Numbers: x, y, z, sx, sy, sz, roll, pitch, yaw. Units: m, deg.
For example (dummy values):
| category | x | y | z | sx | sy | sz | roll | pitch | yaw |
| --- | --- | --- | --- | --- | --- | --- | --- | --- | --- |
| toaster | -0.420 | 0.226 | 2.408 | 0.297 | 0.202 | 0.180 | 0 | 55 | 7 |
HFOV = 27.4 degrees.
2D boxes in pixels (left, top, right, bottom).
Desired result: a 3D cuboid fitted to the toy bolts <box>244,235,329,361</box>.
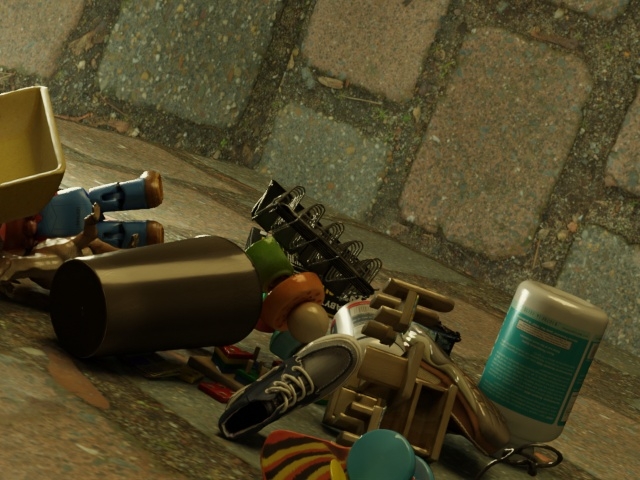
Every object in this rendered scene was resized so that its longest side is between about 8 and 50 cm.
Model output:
| category | x | y | z | sx | sy | sz | roll | pitch | yaw |
| --- | --- | --- | --- | --- | --- | --- | --- | --- | --- |
| toy bolts | -0.074 | 0.139 | 1.943 | 0.158 | 0.218 | 0.228 | 54 | 1 | 26 |

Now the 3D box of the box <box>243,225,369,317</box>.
| category | x | y | z | sx | sy | sz | roll | pitch | yaw |
| --- | --- | --- | --- | --- | --- | --- | --- | --- | --- |
| box | -0.036 | 0.068 | 2.702 | 0.257 | 0.079 | 0.322 | 19 | 8 | -5 |

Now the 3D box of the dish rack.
| category | x | y | z | sx | sy | sz | roll | pitch | yaw |
| --- | --- | --- | --- | --- | --- | --- | --- | --- | --- |
| dish rack | 0.000 | 0.000 | 1.873 | 0.208 | 0.074 | 0.271 | 42 | -9 | -6 |

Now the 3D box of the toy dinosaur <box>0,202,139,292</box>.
| category | x | y | z | sx | sy | sz | roll | pitch | yaw |
| --- | --- | --- | --- | --- | --- | --- | --- | --- | --- |
| toy dinosaur | -0.380 | 0.032 | 1.873 | 0.200 | 0.127 | 0.296 | -3 | -12 | 13 |

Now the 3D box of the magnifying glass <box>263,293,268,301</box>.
| category | x | y | z | sx | sy | sz | roll | pitch | yaw |
| --- | --- | --- | --- | --- | --- | --- | --- | --- | --- |
| magnifying glass | -0.189 | 0.059 | 2.240 | 0.231 | 0.092 | 0.026 | 24 | 11 | -13 |

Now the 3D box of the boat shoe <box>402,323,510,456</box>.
| category | x | y | z | sx | sy | sz | roll | pitch | yaw |
| --- | --- | --- | --- | --- | --- | --- | --- | --- | --- |
| boat shoe | 0.174 | 0.239 | 1.928 | 0.123 | 0.116 | 0.324 | 48 | 0 | -23 |

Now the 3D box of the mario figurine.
| category | x | y | z | sx | sy | sz | roll | pitch | yaw |
| --- | --- | --- | --- | --- | --- | --- | --- | --- | --- |
| mario figurine | -0.402 | -0.041 | 2.018 | 0.320 | 0.170 | 0.198 | 0 | 54 | -4 |

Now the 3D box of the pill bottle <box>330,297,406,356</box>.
| category | x | y | z | sx | sy | sz | roll | pitch | yaw |
| --- | --- | --- | --- | --- | --- | --- | --- | --- | --- |
| pill bottle | 0.073 | 0.174 | 1.922 | 0.108 | 0.108 | 0.180 | 19 | 26 | -13 |

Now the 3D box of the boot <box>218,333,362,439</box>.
| category | x | y | z | sx | sy | sz | roll | pitch | yaw |
| --- | --- | --- | --- | --- | --- | --- | --- | --- | --- |
| boot | -0.035 | 0.182 | 1.587 | 0.069 | 0.190 | 0.086 | 56 | 11 | -4 |

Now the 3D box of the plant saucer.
| category | x | y | z | sx | sy | sz | roll | pitch | yaw |
| --- | --- | --- | --- | --- | --- | --- | --- | --- | --- |
| plant saucer | -0.526 | -0.090 | 1.847 | 0.333 | 0.081 | 0.333 | -15 | 30 | -9 |

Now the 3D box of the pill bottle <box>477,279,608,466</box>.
| category | x | y | z | sx | sy | sz | roll | pitch | yaw |
| --- | --- | --- | --- | --- | --- | --- | --- | --- | --- |
| pill bottle | 0.323 | 0.204 | 1.994 | 0.146 | 0.264 | 0.146 | 22 | 7 | -3 |

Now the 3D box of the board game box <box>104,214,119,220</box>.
| category | x | y | z | sx | sy | sz | roll | pitch | yaw |
| --- | --- | --- | --- | --- | --- | --- | --- | --- | --- |
| board game box | -0.393 | -0.011 | 2.389 | 0.193 | 0.045 | 0.147 | 20 | 7 | -7 |

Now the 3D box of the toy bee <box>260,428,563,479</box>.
| category | x | y | z | sx | sy | sz | roll | pitch | yaw |
| --- | --- | --- | --- | --- | --- | --- | --- | --- | --- |
| toy bee | 0.069 | 0.273 | 1.311 | 0.298 | 0.162 | 0.195 | -13 | -35 | 40 |

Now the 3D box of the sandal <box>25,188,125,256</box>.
| category | x | y | z | sx | sy | sz | roll | pitch | yaw |
| --- | --- | --- | --- | --- | --- | --- | --- | --- | --- |
| sandal | -0.473 | -0.041 | 2.138 | 0.446 | 0.107 | 0.167 | 18 | 8 | -27 |

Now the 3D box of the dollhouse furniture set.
| category | x | y | z | sx | sy | sz | roll | pitch | yaw |
| --- | --- | --- | --- | --- | --- | --- | --- | --- | --- |
| dollhouse furniture set | 0.112 | 0.198 | 1.695 | 0.161 | 0.212 | 0.242 | 20 | -19 | -4 |

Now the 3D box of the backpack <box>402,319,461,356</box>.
| category | x | y | z | sx | sy | sz | roll | pitch | yaw |
| --- | --- | --- | --- | --- | --- | --- | --- | --- | --- |
| backpack | 0.185 | 0.181 | 2.468 | 0.114 | 0.084 | 0.105 | 23 | 5 | -31 |

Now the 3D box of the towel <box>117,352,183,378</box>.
| category | x | y | z | sx | sy | sz | roll | pitch | yaw |
| --- | --- | --- | --- | --- | --- | --- | --- | --- | --- |
| towel | -0.226 | 0.160 | 1.727 | 0.083 | 0.009 | 0.060 | 27 | 21 | 39 |

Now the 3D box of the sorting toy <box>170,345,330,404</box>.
| category | x | y | z | sx | sy | sz | roll | pitch | yaw |
| --- | --- | --- | --- | --- | --- | --- | --- | --- | --- |
| sorting toy | -0.099 | 0.180 | 1.834 | 0.132 | 0.046 | 0.274 | 26 | 9 | 35 |

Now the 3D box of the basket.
| category | x | y | z | sx | sy | sz | roll | pitch | yaw |
| --- | --- | --- | --- | --- | --- | --- | --- | --- | --- |
| basket | -0.227 | 0.077 | 1.724 | 0.227 | 0.154 | 0.204 | -6 | 7 | -45 |
